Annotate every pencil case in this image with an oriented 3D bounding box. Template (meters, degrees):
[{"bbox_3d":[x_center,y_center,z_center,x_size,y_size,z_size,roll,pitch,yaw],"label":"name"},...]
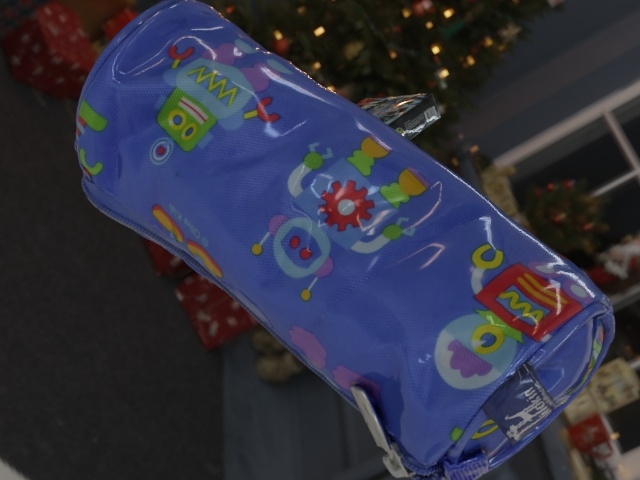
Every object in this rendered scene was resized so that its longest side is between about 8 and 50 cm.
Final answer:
[{"bbox_3d":[0.000,0.000,0.576,0.306,0.133,0.119,39,-21,23],"label":"pencil case"}]

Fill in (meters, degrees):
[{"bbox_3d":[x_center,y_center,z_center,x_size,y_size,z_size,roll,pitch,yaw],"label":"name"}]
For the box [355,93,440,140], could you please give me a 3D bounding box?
[{"bbox_3d":[0.031,-0.091,1.021,0.137,0.094,0.027,-37,115,-34],"label":"box"}]
